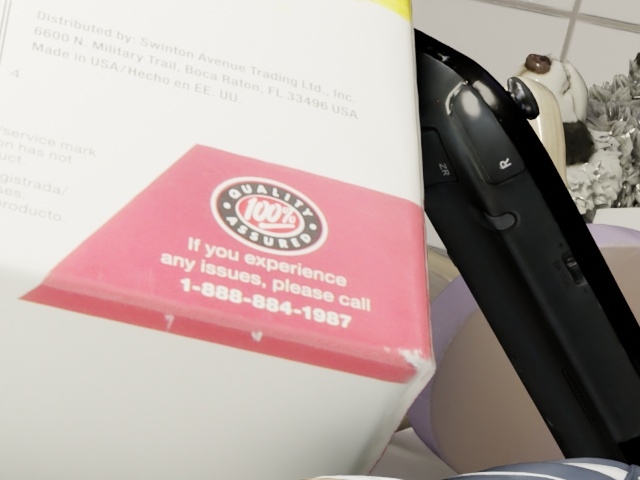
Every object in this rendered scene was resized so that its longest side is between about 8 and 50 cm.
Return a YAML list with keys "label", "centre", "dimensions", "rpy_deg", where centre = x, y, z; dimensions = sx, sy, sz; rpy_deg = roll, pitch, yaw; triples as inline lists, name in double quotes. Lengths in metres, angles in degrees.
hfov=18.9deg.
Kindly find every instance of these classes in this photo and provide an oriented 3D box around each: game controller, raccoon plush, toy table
- label: "game controller"
  centre: [0.117, 0.042, 0.904]
  dimensions: [0.319, 0.067, 0.166]
  rpy_deg: [60, 3, -23]
- label: "raccoon plush"
  centre: [0.248, 0.038, 1.601]
  dimensions: [0.299, 0.446, 0.216]
  rpy_deg: [-20, 18, -10]
- label: "toy table"
  centre: [0.116, 0.041, 1.185]
  dimensions: [0.161, 0.252, 0.274]
  rpy_deg: [39, 7, 41]

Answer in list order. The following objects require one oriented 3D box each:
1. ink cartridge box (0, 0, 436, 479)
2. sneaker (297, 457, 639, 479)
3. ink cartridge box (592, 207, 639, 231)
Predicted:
- label: "ink cartridge box"
  centre: [-0.112, -0.070, 0.826]
  dimensions: [0.279, 0.160, 0.384]
  rpy_deg: [13, 44, -12]
- label: "sneaker"
  centre: [0.122, 0.137, 0.645]
  dimensions: [0.282, 0.099, 0.153]
  rpy_deg: [14, 4, 39]
- label: "ink cartridge box"
  centre: [0.354, 0.073, 1.374]
  dimensions: [0.226, 0.131, 0.306]
  rpy_deg: [29, -16, -27]
